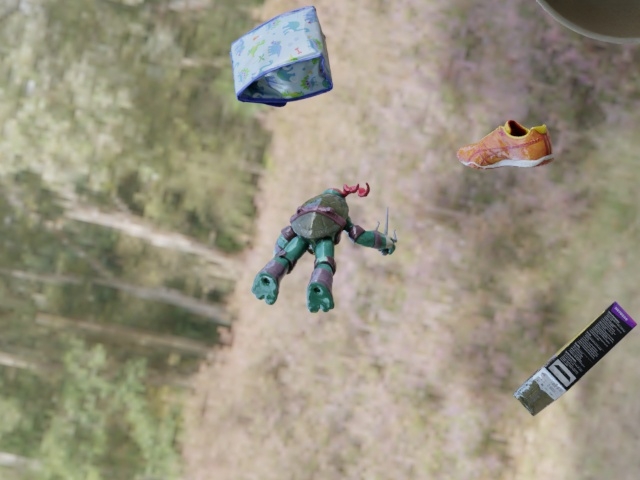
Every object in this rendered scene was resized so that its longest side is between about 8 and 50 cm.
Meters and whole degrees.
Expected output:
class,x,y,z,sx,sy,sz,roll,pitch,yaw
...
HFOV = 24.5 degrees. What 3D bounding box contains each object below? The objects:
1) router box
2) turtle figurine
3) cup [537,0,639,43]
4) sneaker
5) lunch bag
class,x,y,z,sx,sy,sz,roll,pitch,yaw
router box,0.330,0.157,1.928,0.133,0.046,0.179,-40,-9,-16
turtle figurine,0.000,0.000,2.038,0.234,0.175,0.118,-59,-45,-47
cup,0.413,-0.461,1.975,0.237,0.331,0.331,-88,11,-59
sneaker,0.258,-0.134,2.059,0.175,0.064,0.067,-3,99,50
lunch bag,-0.064,-0.279,2.298,0.096,0.151,0.128,70,-172,-45
